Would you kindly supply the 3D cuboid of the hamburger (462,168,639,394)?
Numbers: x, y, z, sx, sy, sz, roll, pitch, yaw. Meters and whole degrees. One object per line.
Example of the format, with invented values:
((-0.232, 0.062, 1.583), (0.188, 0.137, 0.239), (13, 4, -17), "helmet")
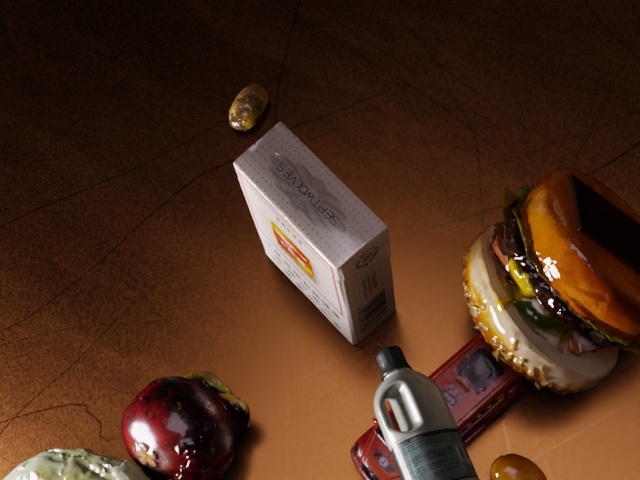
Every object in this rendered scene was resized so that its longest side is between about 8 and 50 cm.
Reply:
((0.329, 0.059, 1.684), (0.225, 0.291, 0.291), (-43, 64, 32), "hamburger")

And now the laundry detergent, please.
((0.127, 0.241, 1.622), (0.099, 0.070, 0.225), (-14, 64, -18), "laundry detergent")

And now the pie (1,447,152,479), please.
((-0.348, 0.428, 1.707), (0.306, 0.071, 0.306), (-3, 81, 18), "pie")

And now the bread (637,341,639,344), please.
((0.536, 0.141, 1.749), (0.188, 0.065, 0.149), (10, 76, 8), "bread")

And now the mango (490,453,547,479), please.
((0.277, 0.331, 1.716), (0.089, 0.046, 0.060), (36, 79, 5), "mango")

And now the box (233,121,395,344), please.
((0.000, 0.001, 1.718), (0.095, 0.330, 0.210), (-41, 70, -10), "box")

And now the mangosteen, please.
((-0.183, 0.259, 1.745), (0.166, 0.166, 0.180), (33, 52, 17), "mangosteen")

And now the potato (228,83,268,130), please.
((-0.115, -0.212, 1.969), (0.051, 0.040, 0.083), (24, 75, 9), "potato")

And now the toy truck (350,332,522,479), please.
((0.159, 0.246, 1.722), (0.253, 0.114, 0.107), (-40, 71, -11), "toy truck")
